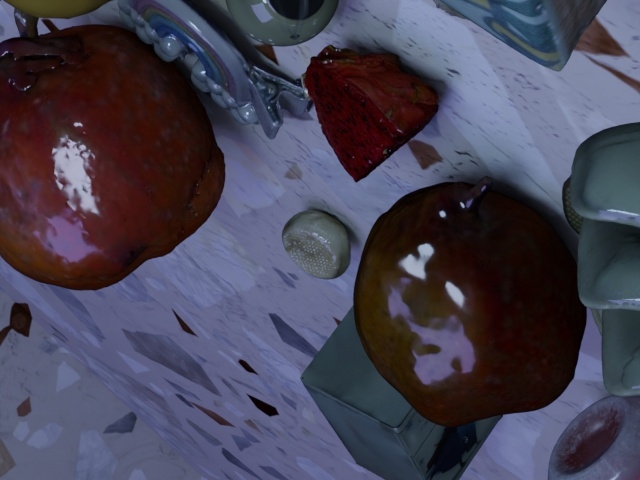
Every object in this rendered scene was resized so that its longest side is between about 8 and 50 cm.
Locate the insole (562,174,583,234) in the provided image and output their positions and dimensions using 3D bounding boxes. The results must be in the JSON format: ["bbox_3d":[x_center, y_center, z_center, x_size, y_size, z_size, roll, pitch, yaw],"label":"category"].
[{"bbox_3d":[0.245,-0.043,0.999,0.086,0.005,0.253,36,159,4],"label":"insole"}]

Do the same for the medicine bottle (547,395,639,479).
[{"bbox_3d":[0.354,0.275,1.299,0.247,0.147,0.147,42,159,-11],"label":"medicine bottle"}]

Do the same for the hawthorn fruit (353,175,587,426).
[{"bbox_3d":[0.130,0.035,1.119,0.208,0.208,0.248,24,139,32],"label":"hawthorn fruit"}]

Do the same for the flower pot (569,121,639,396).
[{"bbox_3d":[0.304,0.040,0.753,0.254,0.164,0.367,-33,109,30],"label":"flower pot"}]

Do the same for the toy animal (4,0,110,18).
[{"bbox_3d":[-0.259,-0.281,1.106,0.281,0.169,0.195,25,121,24],"label":"toy animal"}]

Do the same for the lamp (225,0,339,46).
[{"bbox_3d":[-0.041,-0.203,1.041,0.091,0.091,0.163,45,175,-17],"label":"lamp"}]

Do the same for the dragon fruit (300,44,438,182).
[{"bbox_3d":[0.043,-0.123,1.070,0.106,0.083,0.162,51,169,2],"label":"dragon fruit"}]

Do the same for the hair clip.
[{"bbox_3d":[-0.106,-0.183,1.228,0.220,0.054,0.140,40,166,4],"label":"hair clip"}]

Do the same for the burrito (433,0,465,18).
[{"bbox_3d":[0.126,-0.181,0.846,0.058,0.045,0.188,49,160,-9],"label":"burrito"}]

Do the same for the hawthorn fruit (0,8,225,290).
[{"bbox_3d":[-0.247,-0.113,1.320,0.276,0.276,0.307,8,130,53],"label":"hawthorn fruit"}]

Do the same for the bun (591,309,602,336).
[{"bbox_3d":[0.260,0.056,0.963,0.183,0.102,0.183,60,171,16],"label":"bun"}]

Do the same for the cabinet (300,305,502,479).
[{"bbox_3d":[0.104,0.189,1.520,0.150,0.145,0.206,22,155,36],"label":"cabinet"}]

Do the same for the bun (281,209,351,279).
[{"bbox_3d":[0.000,0.000,1.425,0.086,0.055,0.086,24,143,20],"label":"bun"}]

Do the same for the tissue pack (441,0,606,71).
[{"bbox_3d":[0.041,-0.225,0.614,0.228,0.128,0.311,38,-176,19],"label":"tissue pack"}]
